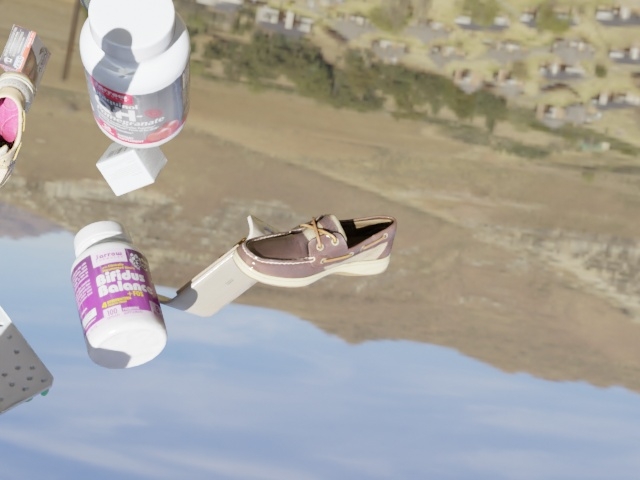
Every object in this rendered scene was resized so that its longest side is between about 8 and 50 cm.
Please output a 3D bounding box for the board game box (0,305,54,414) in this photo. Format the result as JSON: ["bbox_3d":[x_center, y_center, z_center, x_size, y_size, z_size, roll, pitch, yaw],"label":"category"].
[{"bbox_3d":[-0.834,0.270,2.084,0.390,0.050,0.390,-29,-119,-31],"label":"board game box"}]

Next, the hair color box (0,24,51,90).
[{"bbox_3d":[-0.634,-0.392,2.116,0.053,0.093,0.167,20,175,-1],"label":"hair color box"}]

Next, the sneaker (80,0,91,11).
[{"bbox_3d":[-0.382,-0.464,1.683,0.087,0.130,0.227,17,136,-13],"label":"sneaker"}]

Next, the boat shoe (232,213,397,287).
[{"bbox_3d":[0.000,0.000,1.808,0.342,0.123,0.123,-2,-142,-33],"label":"boat shoe"}]

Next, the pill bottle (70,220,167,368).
[{"bbox_3d":[-0.439,0.109,2.099,0.169,0.301,0.169,-15,145,-11],"label":"pill bottle"}]

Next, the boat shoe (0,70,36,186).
[{"bbox_3d":[-0.387,-0.119,1.164,0.063,0.170,0.059,20,-148,-12],"label":"boat shoe"}]

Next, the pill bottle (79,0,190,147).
[{"bbox_3d":[-0.304,-0.294,1.630,0.177,0.176,0.318,9,159,-4],"label":"pill bottle"}]

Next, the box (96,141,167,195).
[{"bbox_3d":[-0.400,-0.166,2.089,0.101,0.087,0.102,-18,-152,23],"label":"box"}]

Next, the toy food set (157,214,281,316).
[{"bbox_3d":[-0.237,0.062,2.316,0.092,0.306,0.220,55,-172,21],"label":"toy food set"}]
